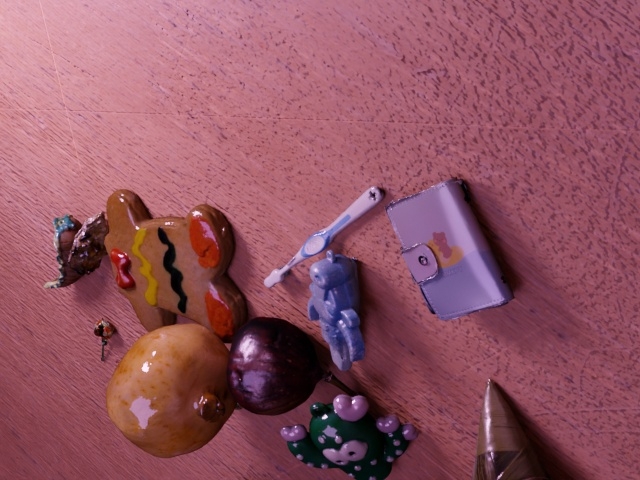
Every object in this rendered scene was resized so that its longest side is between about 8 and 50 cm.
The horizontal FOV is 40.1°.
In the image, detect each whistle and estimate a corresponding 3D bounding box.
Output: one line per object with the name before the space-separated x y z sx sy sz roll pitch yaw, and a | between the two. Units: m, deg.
whistle | 0.031 0.134 1.674 0.180 0.093 0.269 38 139 52

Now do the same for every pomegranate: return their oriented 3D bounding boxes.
pomegranate | -0.313 0.315 1.877 0.307 0.307 0.307 21 127 31

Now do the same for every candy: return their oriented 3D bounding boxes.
candy | -0.575 0.271 2.324 0.055 0.049 0.184 45 144 21

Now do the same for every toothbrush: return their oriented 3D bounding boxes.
toothbrush | -0.003 0.002 1.661 0.040 0.040 0.386 53 136 3

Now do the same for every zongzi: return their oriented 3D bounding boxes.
zongzi | 0.323 0.445 1.612 0.289 0.154 0.317 116 144 -58

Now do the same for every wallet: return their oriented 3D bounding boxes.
wallet | 0.215 0.017 1.464 0.170 0.069 0.231 -24 92 41

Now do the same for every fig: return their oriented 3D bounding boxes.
fig | -0.067 0.261 1.777 0.249 0.186 0.203 2 98 32

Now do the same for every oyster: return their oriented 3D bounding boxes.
oyster | -0.539 0.007 2.090 0.056 0.105 0.177 38 113 35

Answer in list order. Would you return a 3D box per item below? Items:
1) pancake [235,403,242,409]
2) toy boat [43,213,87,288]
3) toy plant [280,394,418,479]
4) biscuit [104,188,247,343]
pancake | -0.209 0.350 2.061 0.108 0.017 0.108 21 124 34
toy boat | -0.633 0.048 2.193 0.099 0.108 0.293 19 139 -8
toy plant | 0.057 0.398 1.763 0.243 0.112 0.232 29 126 -17
biscuit | -0.339 0.078 1.974 0.394 0.076 0.368 11 120 36
